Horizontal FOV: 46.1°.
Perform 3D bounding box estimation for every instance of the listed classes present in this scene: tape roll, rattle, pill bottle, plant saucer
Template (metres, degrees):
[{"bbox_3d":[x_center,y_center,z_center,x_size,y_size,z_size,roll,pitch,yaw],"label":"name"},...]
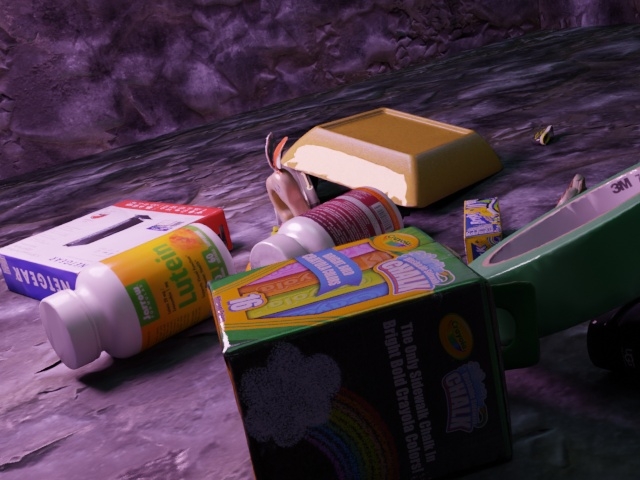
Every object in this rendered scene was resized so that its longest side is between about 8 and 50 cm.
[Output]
[{"bbox_3d":[0.298,-0.001,0.811,0.321,0.077,0.321,-31,0,0],"label":"tape roll"},{"bbox_3d":[-0.088,-0.055,1.176,0.142,0.200,0.130,-21,51,-1],"label":"rattle"},{"bbox_3d":[-0.248,0.079,1.039,0.245,0.136,0.136,-26,23,-35],"label":"pill bottle"},{"bbox_3d":[0.011,0.009,1.104,0.221,0.121,0.121,-27,23,-38],"label":"pill bottle"},{"bbox_3d":[0.147,-0.184,1.490,0.332,0.081,0.333,21,30,35],"label":"plant saucer"}]

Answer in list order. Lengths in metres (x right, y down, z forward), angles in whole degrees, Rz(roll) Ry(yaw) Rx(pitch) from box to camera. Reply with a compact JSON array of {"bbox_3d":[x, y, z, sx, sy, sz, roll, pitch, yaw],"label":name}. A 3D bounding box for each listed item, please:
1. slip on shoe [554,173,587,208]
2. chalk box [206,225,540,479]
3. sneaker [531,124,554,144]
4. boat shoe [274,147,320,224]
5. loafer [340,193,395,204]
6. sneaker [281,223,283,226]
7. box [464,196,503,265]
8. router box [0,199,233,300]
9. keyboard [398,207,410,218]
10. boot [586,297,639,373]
[{"bbox_3d":[0.394,-0.065,1.157,0.041,0.051,0.135,34,26,12],"label":"slip on shoe"},{"bbox_3d":[0.060,0.106,0.699,0.289,0.180,0.179,-14,19,-9],"label":"chalk box"},{"bbox_3d":[0.489,-0.232,1.654,0.035,0.031,0.083,0,22,34],"label":"sneaker"},{"bbox_3d":[-0.046,-0.120,1.554,0.091,0.109,0.305,-10,24,4],"label":"boat shoe"},{"bbox_3d":[0.092,-0.068,1.410,0.125,0.045,0.039,4,-16,39],"label":"loafer"},{"bbox_3d":[0.000,0.000,1.272,0.158,0.061,0.065,-3,47,27],"label":"sneaker"},{"bbox_3d":[0.242,-0.011,1.111,0.054,0.059,0.169,-6,19,14],"label":"box"},{"bbox_3d":[-0.382,0.018,1.388,0.335,0.082,0.301,7,26,44],"label":"router box"},{"bbox_3d":[0.087,-0.030,1.296,0.100,0.038,0.192,-10,4,-28],"label":"keyboard"},{"bbox_3d":[0.406,0.072,0.706,0.246,0.094,0.207,-28,22,-30],"label":"boot"}]
